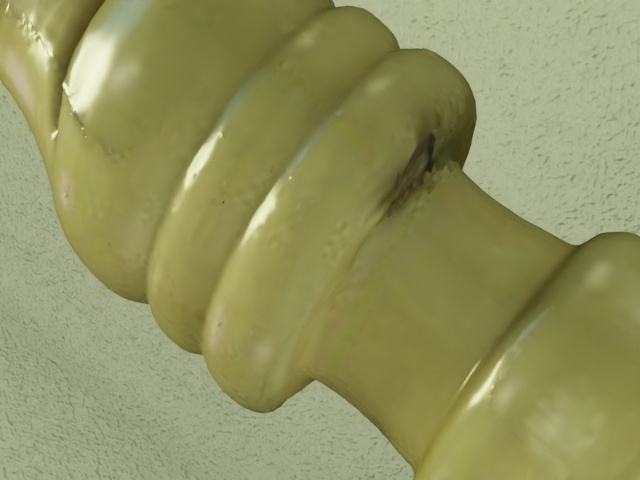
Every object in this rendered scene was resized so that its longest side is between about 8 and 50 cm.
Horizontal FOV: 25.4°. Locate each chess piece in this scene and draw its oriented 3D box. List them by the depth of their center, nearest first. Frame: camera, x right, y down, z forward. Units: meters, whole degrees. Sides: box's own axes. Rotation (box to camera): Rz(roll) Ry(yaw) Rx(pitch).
[{"bbox_3d":[0.000,0.000,0.405,0.124,0.307,0.139,-49,-12,-15],"label":"chess piece"}]
